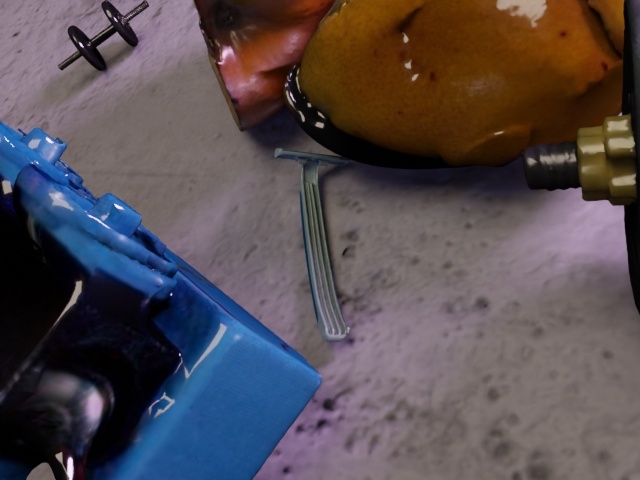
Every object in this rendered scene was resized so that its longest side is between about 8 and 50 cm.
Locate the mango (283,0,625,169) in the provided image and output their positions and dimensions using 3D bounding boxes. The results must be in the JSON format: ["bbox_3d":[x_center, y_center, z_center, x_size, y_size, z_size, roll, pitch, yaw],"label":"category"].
[{"bbox_3d":[0.111,-0.154,0.533,0.287,0.201,0.152,12,23,34],"label":"mango"}]

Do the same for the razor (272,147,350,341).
[{"bbox_3d":[-0.001,0.002,0.584,0.068,0.037,0.191,4,56,-17],"label":"razor"}]

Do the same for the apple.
[{"bbox_3d":[-0.054,-0.268,0.651,0.163,0.293,0.251,-20,52,-4],"label":"apple"}]

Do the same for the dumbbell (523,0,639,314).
[{"bbox_3d":[0.298,-0.050,0.327,0.388,0.185,0.185,-2,58,22],"label":"dumbbell"}]

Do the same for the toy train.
[{"bbox_3d":[-0.163,0.060,0.484,0.300,0.265,0.188,31,82,44],"label":"toy train"}]

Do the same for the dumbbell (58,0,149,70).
[{"bbox_3d":[-0.287,-0.271,0.912,0.147,0.069,0.069,-34,49,6],"label":"dumbbell"}]
